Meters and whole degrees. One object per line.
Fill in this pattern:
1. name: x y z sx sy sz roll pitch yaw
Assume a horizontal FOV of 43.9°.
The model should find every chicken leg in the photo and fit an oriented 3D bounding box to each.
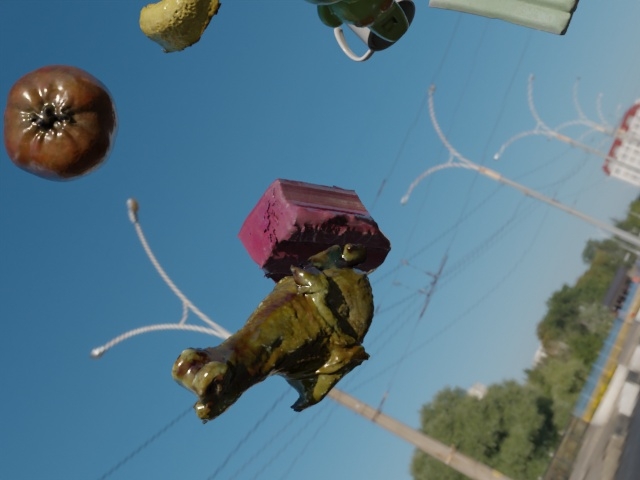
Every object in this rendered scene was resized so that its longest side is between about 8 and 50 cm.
1. chicken leg: -0.052 0.156 1.110 0.361 0.140 0.211 -37 -60 -41

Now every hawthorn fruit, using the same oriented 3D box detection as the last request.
1. hawthorn fruit: -0.435 -0.194 1.380 0.199 0.199 0.251 -64 -2 0

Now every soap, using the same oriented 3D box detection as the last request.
1. soap: 0.000 0.000 1.551 0.325 0.127 0.220 8 -47 -42

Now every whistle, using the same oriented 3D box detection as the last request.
1. whistle: 0.050 -0.357 1.121 0.294 0.141 0.141 34 -98 -42

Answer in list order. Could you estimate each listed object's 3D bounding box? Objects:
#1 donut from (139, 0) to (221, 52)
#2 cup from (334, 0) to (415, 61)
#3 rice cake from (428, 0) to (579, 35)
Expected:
1. donut: -0.201 -0.352 1.069 0.146 0.181 0.078 -38 -31 25
2. cup: 0.110 -0.501 1.758 0.134 0.142 0.173 -32 -24 -22
3. rice cake: 0.292 -0.406 1.251 0.043 0.237 0.127 -49 -25 -58
